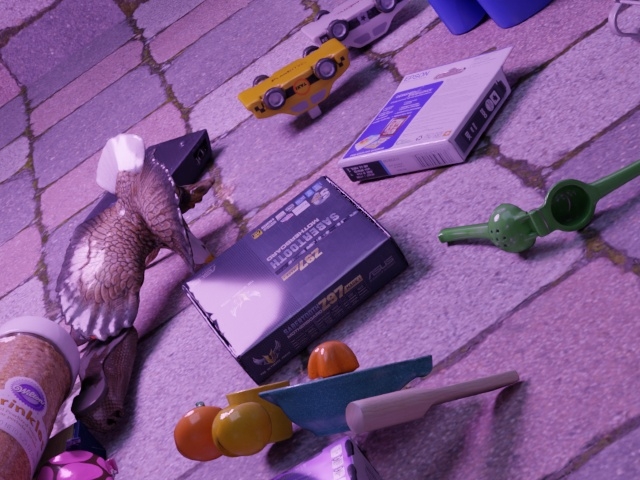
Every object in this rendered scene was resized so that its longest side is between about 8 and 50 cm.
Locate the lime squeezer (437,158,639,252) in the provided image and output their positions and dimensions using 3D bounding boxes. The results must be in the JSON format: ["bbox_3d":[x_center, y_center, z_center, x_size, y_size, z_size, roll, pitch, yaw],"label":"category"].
[{"bbox_3d":[0.250,-0.032,1.482,0.310,0.059,0.110,-23,-4,30],"label":"lime squeezer"}]

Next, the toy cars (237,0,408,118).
[{"bbox_3d":[0.020,-0.301,2.245,0.176,0.087,0.394,-6,34,41],"label":"toy cars"}]

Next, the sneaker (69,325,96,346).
[{"bbox_3d":[-0.345,0.099,2.012,0.065,0.061,0.158,-35,22,19],"label":"sneaker"}]

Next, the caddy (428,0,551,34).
[{"bbox_3d":[0.278,-0.468,2.082,0.341,0.179,0.241,-47,27,-25],"label":"caddy"}]

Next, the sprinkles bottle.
[{"bbox_3d":[-0.372,0.217,1.593,0.121,0.121,0.355,-29,19,14],"label":"sprinkles bottle"}]

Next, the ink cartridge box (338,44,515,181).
[{"bbox_3d":[0.152,-0.170,1.857,0.206,0.045,0.208,-9,36,47],"label":"ink cartridge box"}]

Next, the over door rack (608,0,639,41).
[{"bbox_3d":[0.510,-0.364,1.628,0.324,0.108,0.239,-59,25,-1],"label":"over door rack"}]

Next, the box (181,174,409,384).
[{"bbox_3d":[-0.034,0.042,1.648,0.232,0.059,0.183,-38,39,-4],"label":"box"}]

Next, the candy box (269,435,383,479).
[{"bbox_3d":[-0.018,0.285,1.203,0.165,0.070,0.196,-31,23,10],"label":"candy box"}]

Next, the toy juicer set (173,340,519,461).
[{"bbox_3d":[-0.004,0.144,1.313,0.329,0.089,0.209,-16,-7,36],"label":"toy juicer set"}]

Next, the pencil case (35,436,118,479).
[{"bbox_3d":[-0.251,0.299,1.477,0.098,0.095,0.209,-11,21,-15],"label":"pencil case"}]

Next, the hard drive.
[{"bbox_3d":[-0.290,-0.078,2.272,0.172,0.054,0.255,-12,33,42],"label":"hard drive"}]

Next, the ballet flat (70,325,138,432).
[{"bbox_3d":[-0.273,0.179,1.780,0.084,0.058,0.250,-34,18,10],"label":"ballet flat"}]

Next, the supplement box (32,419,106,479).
[{"bbox_3d":[-0.306,0.274,1.630,0.083,0.056,0.083,-32,23,7],"label":"supplement box"}]

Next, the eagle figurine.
[{"bbox_3d":[-0.241,-0.016,1.904,0.225,0.226,0.298,2,17,14],"label":"eagle figurine"}]

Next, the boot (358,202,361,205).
[{"bbox_3d":[0.000,0.001,1.753,0.099,0.045,0.121,1,44,45],"label":"boot"}]
